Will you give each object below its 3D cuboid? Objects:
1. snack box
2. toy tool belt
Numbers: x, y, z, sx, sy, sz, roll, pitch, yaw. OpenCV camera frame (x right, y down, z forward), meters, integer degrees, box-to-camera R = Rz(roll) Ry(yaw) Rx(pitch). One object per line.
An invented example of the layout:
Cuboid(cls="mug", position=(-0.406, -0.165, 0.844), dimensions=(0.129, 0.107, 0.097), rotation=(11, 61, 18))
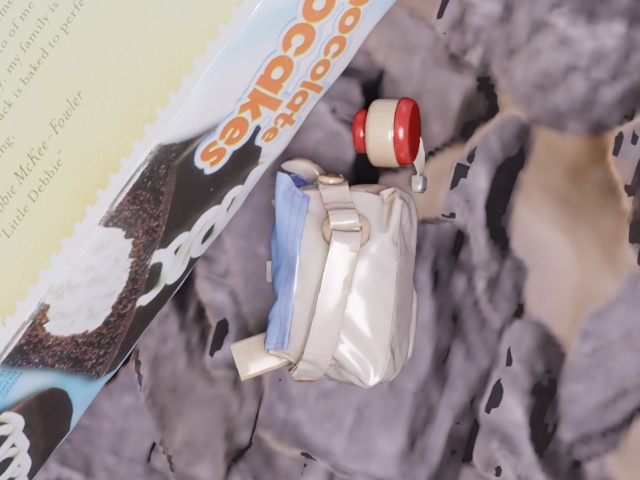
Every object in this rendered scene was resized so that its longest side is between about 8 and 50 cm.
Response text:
Cuboid(cls="snack box", position=(-0.096, -0.067, 0.505), dimensions=(0.187, 0.060, 0.322), rotation=(45, 105, 27))
Cuboid(cls="toy tool belt", position=(0.000, 0.000, 0.475), dimensions=(0.051, 0.052, 0.083), rotation=(3, 88, 16))
